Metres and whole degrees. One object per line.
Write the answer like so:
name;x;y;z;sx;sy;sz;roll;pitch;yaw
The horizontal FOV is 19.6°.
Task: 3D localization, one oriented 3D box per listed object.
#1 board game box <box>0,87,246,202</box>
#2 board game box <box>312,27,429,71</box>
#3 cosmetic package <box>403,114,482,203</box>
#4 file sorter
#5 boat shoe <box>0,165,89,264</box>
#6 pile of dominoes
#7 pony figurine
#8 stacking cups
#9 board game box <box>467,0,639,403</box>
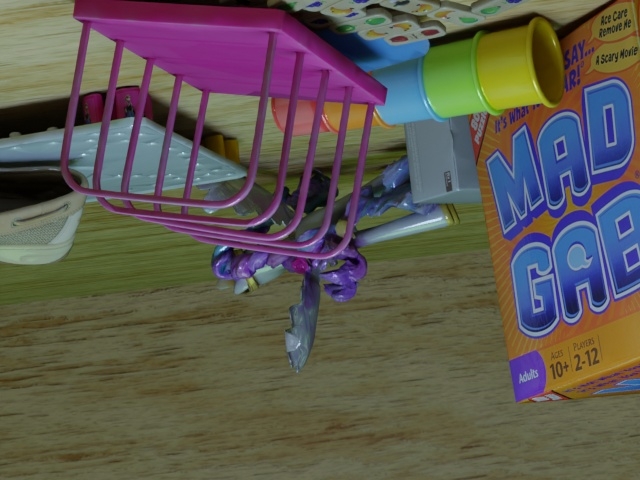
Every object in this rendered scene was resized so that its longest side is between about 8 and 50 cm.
board game box;-0.328;-0.098;2.207;0.390;0.050;0.390;-8;172;14
board game box;0.021;-0.200;1.827;0.169;0.033;0.133;-14;163;31
cosmetic package;0.225;-0.112;2.270;0.238;0.127;0.107;0;170;-30
file sorter;-0.089;-0.096;1.725;0.202;0.182;0.291;7;173;21
boat shoe;-0.420;-0.041;2.042;0.341;0.121;0.110;-3;135;-36
pile of dominoes;0.059;-0.207;1.656;0.251;0.040;0.196;8;161;-39
pony figurine;0.000;0.000;2.542;0.363;0.302;0.351;-22;179;6
stacking cups;0.093;-0.165;1.951;0.316;0.096;0.096;-7;173;27
board game box;0.418;-0.039;2.008;0.356;0.356;0.356;-3;166;-24
